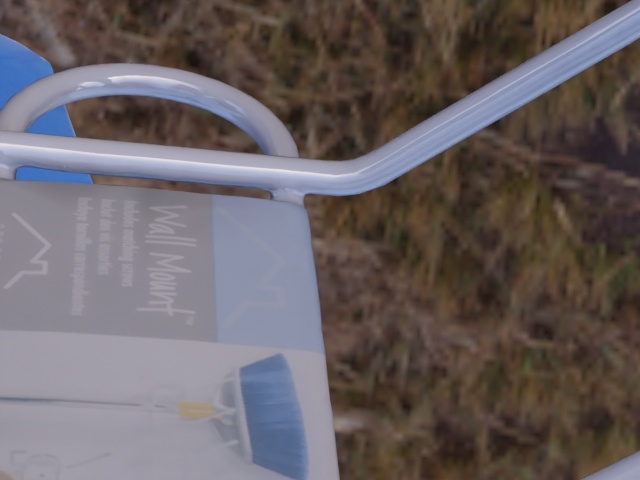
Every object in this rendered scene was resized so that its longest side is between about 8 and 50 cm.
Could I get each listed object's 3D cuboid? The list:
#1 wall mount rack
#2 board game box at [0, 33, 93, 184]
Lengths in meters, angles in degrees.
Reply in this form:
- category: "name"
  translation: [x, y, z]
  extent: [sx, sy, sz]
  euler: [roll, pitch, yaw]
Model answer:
- category: "wall mount rack"
  translation: [0.000, 0.000, 0.569]
  extent: [0.304, 0.350, 0.130]
  euler: [3, 126, -7]
- category: "board game box"
  translation: [-0.168, -0.053, 0.904]
  extent: [0.133, 0.033, 0.169]
  euler: [3, 137, 16]
